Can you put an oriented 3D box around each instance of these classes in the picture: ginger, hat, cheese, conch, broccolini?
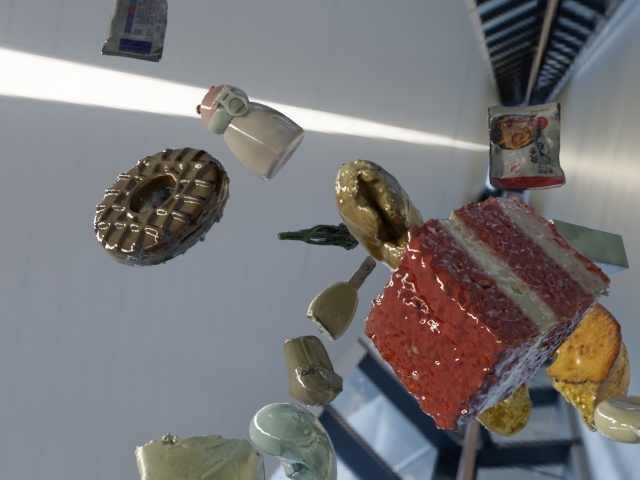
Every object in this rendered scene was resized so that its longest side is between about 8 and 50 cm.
[{"bbox_3d":[0.174,-0.009,1.653,0.166,0.375,0.236,-62,27,-7],"label":"ginger"},{"bbox_3d":[-0.037,0.325,2.132,0.085,0.147,0.175,-49,-62,-77],"label":"hat"},{"bbox_3d":[0.053,0.107,1.727,0.192,0.037,0.097,-50,-64,-24],"label":"cheese"},{"bbox_3d":[-0.038,0.392,1.617,0.121,0.185,0.221,-37,-52,-4],"label":"conch"},{"bbox_3d":[0.564,0.325,1.514,0.227,0.137,0.064,-34,-63,-85],"label":"cheese"},{"bbox_3d":[0.003,-0.017,1.976,0.091,0.203,0.068,56,131,47],"label":"broccolini"}]

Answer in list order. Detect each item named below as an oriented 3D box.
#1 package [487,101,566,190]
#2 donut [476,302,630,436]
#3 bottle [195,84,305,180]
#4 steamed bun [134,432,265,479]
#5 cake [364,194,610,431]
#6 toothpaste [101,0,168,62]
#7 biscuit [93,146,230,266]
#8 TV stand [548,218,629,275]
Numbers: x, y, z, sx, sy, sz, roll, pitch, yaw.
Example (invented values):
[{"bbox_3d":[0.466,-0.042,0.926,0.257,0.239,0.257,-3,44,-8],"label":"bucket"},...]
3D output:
[{"bbox_3d":[0.430,-0.200,1.801,0.030,0.154,0.239,73,-161,-54],"label":"package"},{"bbox_3d":[0.563,0.304,2.112,0.163,0.435,0.377,53,-136,-25],"label":"donut"},{"bbox_3d":[-0.166,-0.255,1.916,0.147,0.236,0.147,-53,0,-1],"label":"bottle"},{"bbox_3d":[-0.234,0.550,1.822,0.273,0.272,0.290,-132,24,-68],"label":"steamed bun"},{"bbox_3d":[0.279,0.113,1.470,0.320,0.270,0.269,-21,-31,-35],"label":"cake"},{"bbox_3d":[-0.349,-0.452,1.681,0.068,0.099,0.282,57,-153,-50],"label":"toothpaste"},{"bbox_3d":[-0.360,-0.079,1.936,0.103,0.332,0.332,58,-139,-42],"label":"biscuit"},{"bbox_3d":[0.590,0.021,1.967,0.270,0.083,0.088,11,-115,-39],"label":"TV stand"}]
